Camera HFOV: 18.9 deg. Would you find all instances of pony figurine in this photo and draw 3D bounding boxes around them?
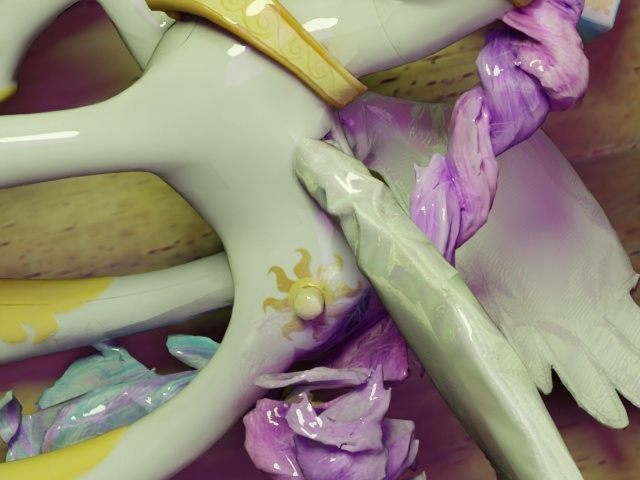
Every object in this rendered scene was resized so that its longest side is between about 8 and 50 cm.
[{"bbox_3d":[0.000,0.000,0.793,0.363,0.303,0.351,-23,106,15],"label":"pony figurine"}]

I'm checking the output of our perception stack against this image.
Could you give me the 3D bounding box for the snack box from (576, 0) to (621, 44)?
[{"bbox_3d":[0.092,-0.275,0.916,0.187,0.060,0.322,18,85,-6],"label":"snack box"}]
